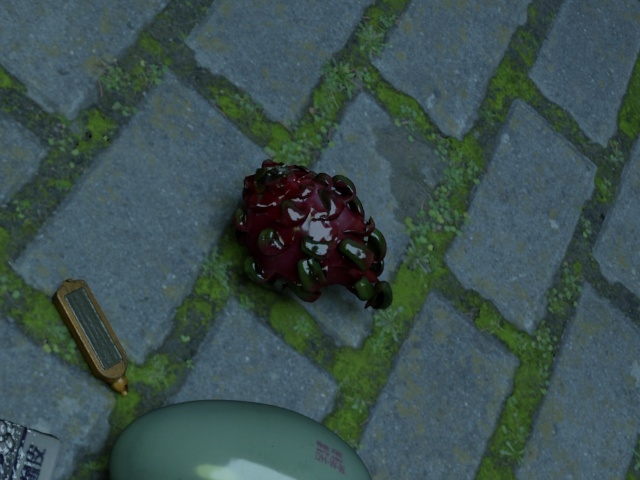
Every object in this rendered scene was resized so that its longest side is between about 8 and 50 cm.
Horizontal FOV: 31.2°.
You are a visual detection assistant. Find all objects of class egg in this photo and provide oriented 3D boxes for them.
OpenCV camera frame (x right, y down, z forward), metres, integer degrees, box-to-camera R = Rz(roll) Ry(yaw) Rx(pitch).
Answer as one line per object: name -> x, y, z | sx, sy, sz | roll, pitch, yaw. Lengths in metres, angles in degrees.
egg -> -0.098, 0.326, 1.502 | 0.370, 0.230, 0.230 | 19, 61, -22

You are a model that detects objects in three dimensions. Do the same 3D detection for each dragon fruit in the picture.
dragon fruit -> -0.001, -0.008, 1.731 | 0.272, 0.198, 0.218 | 9, 33, -17

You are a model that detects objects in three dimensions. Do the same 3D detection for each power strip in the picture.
power strip -> -0.309, 0.135, 1.567 | 0.049, 0.028, 0.178 | -28, 87, -39

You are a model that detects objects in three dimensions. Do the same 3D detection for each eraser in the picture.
eraser -> -0.405, 0.329, 1.395 | 0.124, 0.068, 0.210 | 25, 59, -26
